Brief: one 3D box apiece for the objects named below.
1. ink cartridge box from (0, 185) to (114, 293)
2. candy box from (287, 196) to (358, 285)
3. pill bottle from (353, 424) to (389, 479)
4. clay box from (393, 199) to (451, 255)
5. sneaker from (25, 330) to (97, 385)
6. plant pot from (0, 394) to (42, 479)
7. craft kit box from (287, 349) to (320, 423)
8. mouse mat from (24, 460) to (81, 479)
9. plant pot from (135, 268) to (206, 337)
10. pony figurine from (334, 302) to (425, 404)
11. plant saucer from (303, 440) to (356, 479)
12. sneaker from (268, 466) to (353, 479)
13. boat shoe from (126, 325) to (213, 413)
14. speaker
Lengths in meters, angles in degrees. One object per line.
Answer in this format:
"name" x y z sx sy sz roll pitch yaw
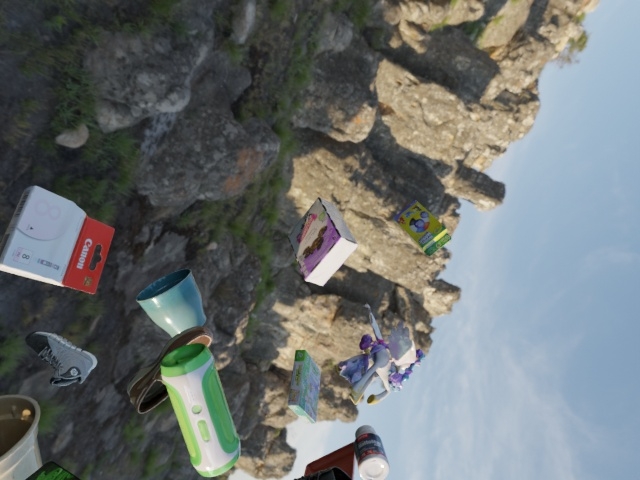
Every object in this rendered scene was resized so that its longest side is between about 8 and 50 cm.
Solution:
"ink cartridge box" -0.600 0.007 0.951 0.232 0.066 0.189 33 58 -49
"candy box" 0.000 0.000 1.145 0.165 0.070 0.196 -51 -141 22
"pill bottle" 0.175 0.751 1.440 0.180 0.107 0.108 -110 -136 -77
"clay box" 0.419 -0.052 1.663 0.127 0.222 0.053 -39 147 -1
"sneaker" -0.849 0.387 1.291 0.086 0.228 0.132 -47 -158 25
"plant pot" -0.941 0.674 1.139 0.334 0.333 0.306 -62 150 -66
"craft kit box" -0.066 0.653 1.802 0.250 0.060 0.247 66 21 -48
"mouse mat" -0.689 0.617 0.950 0.189 0.152 0.007 -35 126 -54
"plant pot" -0.677 0.311 1.912 0.271 0.255 0.272 -22 -162 8
"pony figurine" 0.246 0.473 1.636 0.363 0.351 0.303 -32 -154 -14
"plant saucer" 0.033 0.915 1.516 0.259 0.048 0.258 -35 -170 18
"sneaker" -0.040 0.480 0.776 0.118 0.222 0.083 -51 -144 15
"boat shoe" -0.449 0.401 1.241 0.324 0.123 0.116 -45 -136 3
"speaker" -0.286 0.406 0.977 0.131 0.131 0.297 -60 137 -74
